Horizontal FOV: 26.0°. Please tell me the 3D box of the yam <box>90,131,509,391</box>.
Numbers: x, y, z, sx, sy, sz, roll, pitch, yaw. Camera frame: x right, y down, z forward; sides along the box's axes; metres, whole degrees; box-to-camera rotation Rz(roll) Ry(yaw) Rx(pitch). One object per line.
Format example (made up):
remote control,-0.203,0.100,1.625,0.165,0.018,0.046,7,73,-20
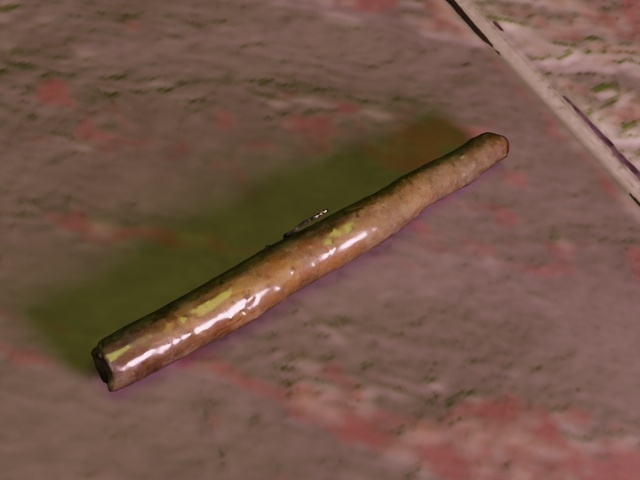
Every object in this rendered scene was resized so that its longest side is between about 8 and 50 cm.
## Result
yam,0.000,0.001,0.618,0.234,0.027,0.029,-30,100,-28
